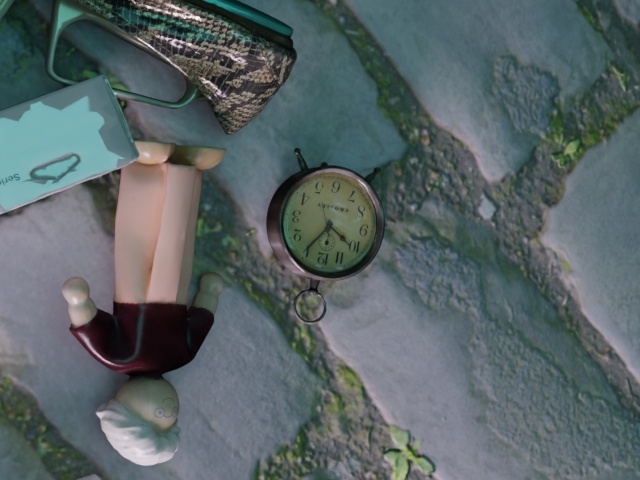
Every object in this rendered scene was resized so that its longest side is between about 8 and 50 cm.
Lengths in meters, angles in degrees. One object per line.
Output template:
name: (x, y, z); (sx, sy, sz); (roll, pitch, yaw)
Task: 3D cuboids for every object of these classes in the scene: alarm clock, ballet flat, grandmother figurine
alarm clock: (0.000, 0.000, 1.587); (0.129, 0.064, 0.192); (13, 82, -21)
ballet flat: (-0.254, -0.256, 1.455); (0.483, 0.164, 0.182); (30, 98, -20)
grandmother figurine: (-0.181, 0.067, 1.483); (0.208, 0.104, 0.342); (2, 92, -34)

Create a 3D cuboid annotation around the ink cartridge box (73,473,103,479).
ink cartridge box: (-0.306, 0.374, 1.467); (0.208, 0.045, 0.206); (-14, 94, -20)

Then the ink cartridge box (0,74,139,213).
ink cartridge box: (-0.290, -0.088, 1.388); (0.160, 0.219, 0.092); (-24, 98, -21)
